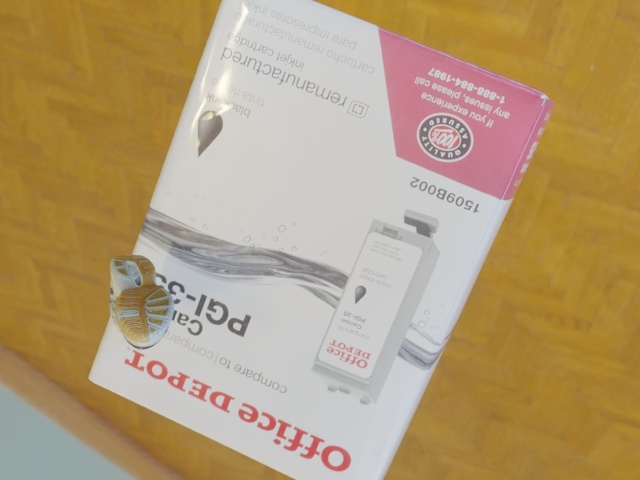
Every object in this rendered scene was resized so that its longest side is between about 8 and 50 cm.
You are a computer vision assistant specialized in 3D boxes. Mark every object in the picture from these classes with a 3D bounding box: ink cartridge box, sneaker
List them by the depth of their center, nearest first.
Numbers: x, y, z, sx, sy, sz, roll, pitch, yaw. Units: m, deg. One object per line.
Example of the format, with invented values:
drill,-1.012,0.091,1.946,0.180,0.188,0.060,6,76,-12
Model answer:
sneaker,-0.100,0.041,0.505,0.032,0.083,0.036,1,116,-17
ink cartridge box,0.000,0.000,0.596,0.207,0.117,0.282,24,103,8
